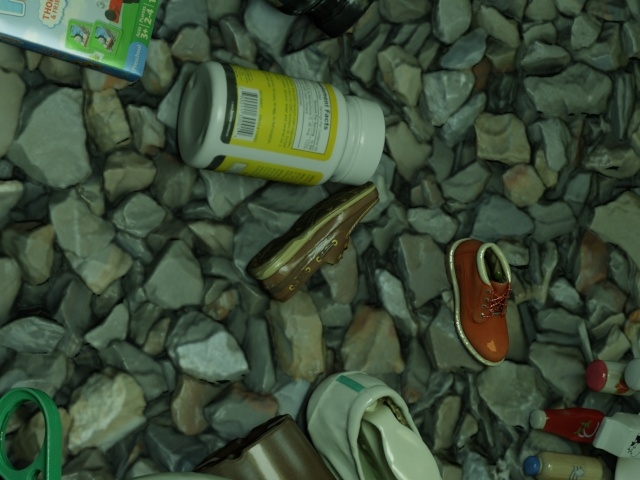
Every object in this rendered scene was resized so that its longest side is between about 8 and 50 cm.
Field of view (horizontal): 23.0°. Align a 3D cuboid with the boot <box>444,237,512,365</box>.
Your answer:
[{"bbox_3d":[0.197,0.074,1.855,0.059,0.085,0.157,-18,96,-26],"label":"boot"}]

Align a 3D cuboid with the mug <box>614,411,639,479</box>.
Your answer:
[{"bbox_3d":[0.559,0.352,1.928,0.328,0.276,0.374,1,116,-32],"label":"mug"}]

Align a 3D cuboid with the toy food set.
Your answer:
[{"bbox_3d":[0.316,0.230,1.875,0.105,0.111,0.232,10,114,-24],"label":"toy food set"}]

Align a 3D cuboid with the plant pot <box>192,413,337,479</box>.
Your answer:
[{"bbox_3d":[-0.044,0.287,1.694,0.167,0.167,0.165,-31,92,-23],"label":"plant pot"}]

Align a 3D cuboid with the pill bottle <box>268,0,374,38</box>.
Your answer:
[{"bbox_3d":[-0.039,-0.330,1.751,0.219,0.123,0.122,39,72,-17],"label":"pill bottle"}]

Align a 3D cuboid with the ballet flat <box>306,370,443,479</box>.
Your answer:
[{"bbox_3d":[0.113,0.328,1.773,0.139,0.139,0.400,-32,100,-23],"label":"ballet flat"}]

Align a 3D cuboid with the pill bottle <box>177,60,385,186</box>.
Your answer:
[{"bbox_3d":[-0.042,-0.124,1.737,0.209,0.119,0.119,9,83,-24],"label":"pill bottle"}]

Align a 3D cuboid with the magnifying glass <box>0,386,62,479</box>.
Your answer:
[{"bbox_3d":[-0.280,0.249,1.574,0.026,0.092,0.231,18,38,-51],"label":"magnifying glass"}]

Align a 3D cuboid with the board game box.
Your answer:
[{"bbox_3d":[-0.277,-0.277,1.683,0.212,0.039,0.160,15,80,-22],"label":"board game box"}]

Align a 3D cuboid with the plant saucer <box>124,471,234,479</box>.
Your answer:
[{"bbox_3d":[-0.098,0.405,1.597,0.400,0.401,0.100,66,25,-7],"label":"plant saucer"}]

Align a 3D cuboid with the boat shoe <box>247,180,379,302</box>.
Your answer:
[{"bbox_3d":[0.000,0.000,1.783,0.178,0.064,0.060,-40,108,-15],"label":"boat shoe"}]
